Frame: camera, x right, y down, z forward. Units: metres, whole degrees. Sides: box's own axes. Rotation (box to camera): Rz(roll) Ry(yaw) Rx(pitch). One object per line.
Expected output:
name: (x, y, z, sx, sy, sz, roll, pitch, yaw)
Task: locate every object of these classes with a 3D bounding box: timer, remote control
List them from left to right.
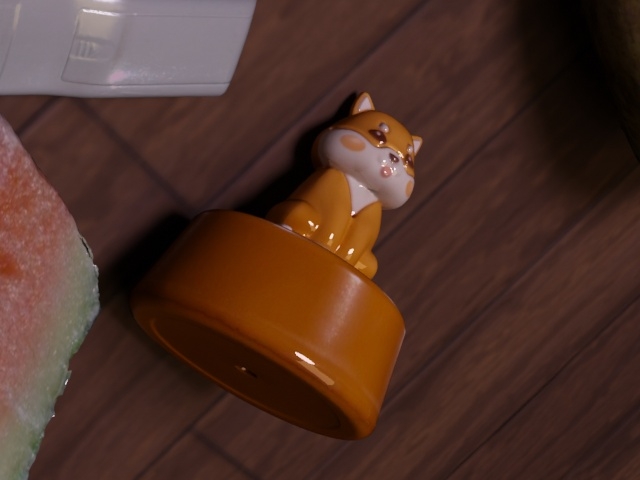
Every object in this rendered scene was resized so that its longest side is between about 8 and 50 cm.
remote control: (-0.100, -0.085, 0.678, 0.162, 0.029, 0.061, -6, 127, -38)
timer: (0.000, 0.000, 0.798, 0.152, 0.132, 0.132, -60, 146, -17)

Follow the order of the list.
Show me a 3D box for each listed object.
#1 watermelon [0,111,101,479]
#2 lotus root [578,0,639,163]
watermelon: (-0.186, 0.006, 0.593, 0.257, 0.139, 0.193, 83, 18, -47)
lotus root: (0.212, -0.122, 0.837, 0.173, 0.173, 0.309, -41, 135, -3)
